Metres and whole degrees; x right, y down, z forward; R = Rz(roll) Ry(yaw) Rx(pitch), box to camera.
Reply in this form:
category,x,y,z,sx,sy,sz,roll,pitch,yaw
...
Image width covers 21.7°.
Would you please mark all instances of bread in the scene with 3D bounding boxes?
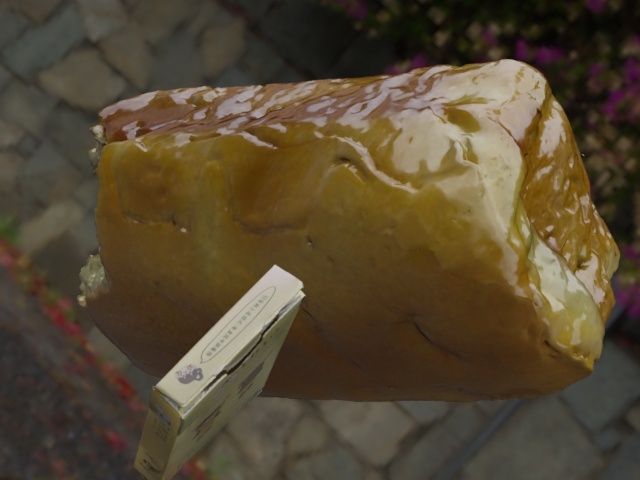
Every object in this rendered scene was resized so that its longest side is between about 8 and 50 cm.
category,x,y,z,sx,sy,sz,roll,pitch,yaw
bread,-0.001,0.006,0.968,0.344,0.149,0.195,-3,-56,37

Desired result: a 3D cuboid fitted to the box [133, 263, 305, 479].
category,x,y,z,sx,sy,sz,roll,pitch,yaw
box,-0.045,0.061,0.708,0.020,0.073,0.149,43,-22,7
